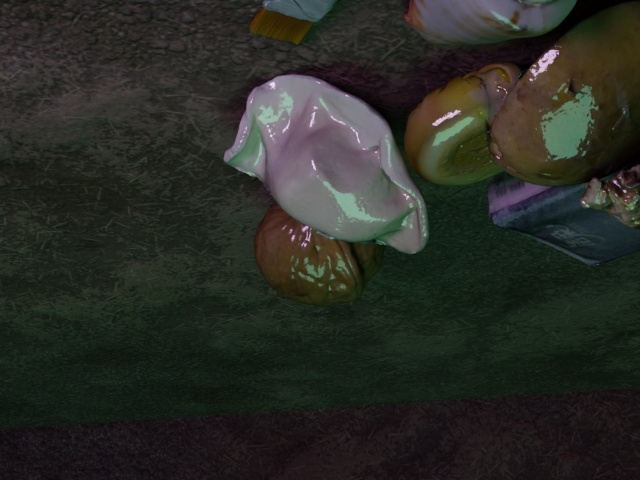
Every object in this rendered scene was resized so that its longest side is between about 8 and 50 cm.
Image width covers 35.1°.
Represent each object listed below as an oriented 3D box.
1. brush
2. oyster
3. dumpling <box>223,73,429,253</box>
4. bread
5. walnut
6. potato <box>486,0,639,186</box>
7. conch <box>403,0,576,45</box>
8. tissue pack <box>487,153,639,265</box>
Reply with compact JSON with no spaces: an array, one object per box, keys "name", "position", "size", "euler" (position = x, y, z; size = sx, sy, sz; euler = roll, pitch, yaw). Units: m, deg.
[{"name":"brush","position":[0.015,-0.321,1.155],"size":[0.086,0.020,0.336],"euler":[12,153,-23]},{"name":"oyster","position":[0.500,-0.039,1.332],"size":[0.355,0.107,0.201],"euler":[2,168,-11]},{"name":"dumpling","position":[0.031,-0.120,1.443],"size":[0.318,0.187,0.242],"euler":[23,131,4]},{"name":"bread","position":[0.215,-0.161,1.384],"size":[0.213,0.104,0.213],"euler":[-16,146,-11]},{"name":"walnut","position":[0.000,0.000,1.661],"size":[0.228,0.228,0.228],"euler":[0,156,0]},{"name":"potato","position":[0.344,-0.158,1.281],"size":[0.239,0.116,0.299],"euler":[-1,139,-32]},{"name":"conch","position":[0.191,-0.268,1.141],"size":[0.158,0.127,0.255],"euler":[9,155,-20]},{"name":"tissue pack","position":[0.487,-0.099,1.518],"size":[0.288,0.124,0.394],"euler":[22,148,-38]}]
